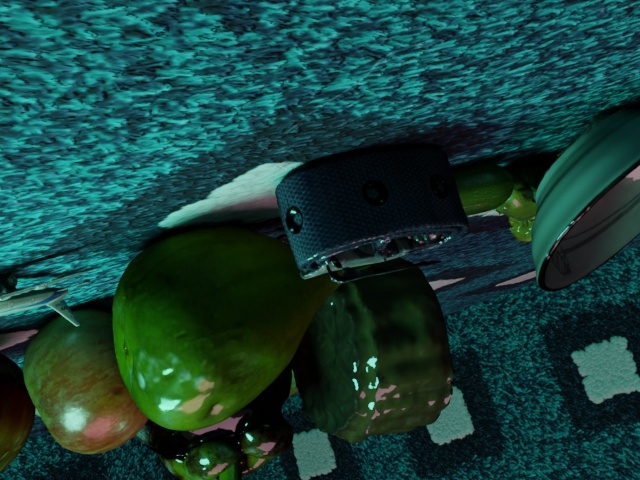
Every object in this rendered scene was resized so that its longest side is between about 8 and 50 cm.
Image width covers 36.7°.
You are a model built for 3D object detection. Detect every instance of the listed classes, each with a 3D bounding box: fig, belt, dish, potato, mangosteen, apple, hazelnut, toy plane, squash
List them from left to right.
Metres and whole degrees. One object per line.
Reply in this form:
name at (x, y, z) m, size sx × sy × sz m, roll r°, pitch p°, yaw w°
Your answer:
hazelnut at (-0.520, 0.256, 1.390) m, size 0.217 × 0.217 × 0.251 m, roll -20°, pitch 168°, yaw 17°
toy plane at (-0.360, 0.071, 1.080) m, size 0.226 × 0.058 × 0.226 m, roll -22°, pitch 165°, yaw 30°
apple at (-0.331, 0.198, 1.397) m, size 0.164 × 0.209 × 0.209 m, roll -28°, pitch 170°, yaw -5°
mangosteen at (-0.173, 0.241, 1.580) m, size 0.313 × 0.297 × 0.297 m, roll 30°, pitch -156°, yaw 38°
fig at (-0.109, 0.096, 1.164) m, size 0.233 × 0.233 × 0.314 m, roll -25°, pitch 171°, yaw 38°
belt at (0.063, -0.024, 1.070) m, size 0.230 × 0.126 × 0.139 m, roll -10°, pitch 166°, yaw -38°
squash at (0.140, -0.052, 1.217) m, size 0.229 × 0.066 × 0.066 m, roll -13°, pitch 169°, yaw -17°
potato at (0.300, -0.065, 1.340) m, size 0.105 × 0.085 × 0.188 m, roll -20°, pitch 166°, yaw 42°
dish at (0.364, -0.075, 1.213) m, size 0.316 × 0.106 × 0.316 m, roll -31°, pitch 156°, yaw -16°

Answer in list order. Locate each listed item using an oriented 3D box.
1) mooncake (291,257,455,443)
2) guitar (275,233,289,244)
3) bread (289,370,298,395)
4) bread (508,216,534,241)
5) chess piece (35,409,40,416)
mooncake at (0.072, 0.185, 1.665) m, size 0.187 × 0.324 × 0.324 m, roll -6°, pitch 166°, yaw -28°
guitar at (0.000, 0.000, 1.365) m, size 0.088 × 0.025 × 0.233 m, roll -22°, pitch 168°, yaw 25°
bread at (-0.128, 0.251, 2.038) m, size 0.196 × 0.238 × 0.252 m, roll -57°, pitch -165°, yaw -27°
bread at (0.411, -0.054, 1.566) m, size 0.211 × 0.083 × 0.114 m, roll -11°, pitch 173°, yaw -31°
chess piece at (-0.465, 0.268, 1.756) m, size 0.144 × 0.144 × 0.251 m, roll -10°, pitch 172°, yaw -33°
